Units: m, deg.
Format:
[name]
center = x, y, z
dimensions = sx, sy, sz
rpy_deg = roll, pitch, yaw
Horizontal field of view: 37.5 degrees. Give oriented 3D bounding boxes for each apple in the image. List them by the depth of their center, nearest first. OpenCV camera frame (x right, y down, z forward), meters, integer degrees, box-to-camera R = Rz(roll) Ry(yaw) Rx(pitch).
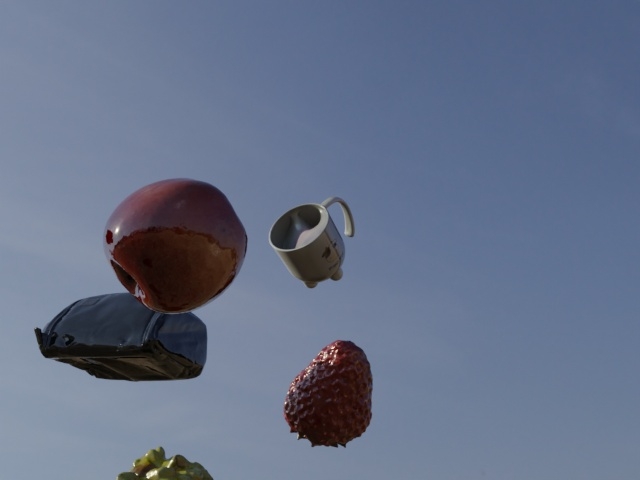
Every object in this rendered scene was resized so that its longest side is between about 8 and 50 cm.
[apple]
center = -0.234, 0.009, 1.514
dimensions = 0.218, 0.201, 0.218
rpy_deg = 36, -33, 28

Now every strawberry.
[strawberry]
center = 0.033, 0.329, 2.090
dimensions = 0.205, 0.205, 0.245
rpy_deg = 11, -66, -17

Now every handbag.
[handbag]
center = -0.422, 0.193, 2.022
dimensions = 0.301, 0.178, 0.275
rpy_deg = -3, -25, 17

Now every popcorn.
[popcorn]
center = -0.312, 0.510, 1.850
dimensions = 0.216, 0.235, 0.181
rpy_deg = 20, -74, -17

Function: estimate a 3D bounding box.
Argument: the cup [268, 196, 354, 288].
[cup]
center = -0.012, 0.004, 1.959
dimensions = 0.134, 0.174, 0.142
rpy_deg = -7, -46, 27
